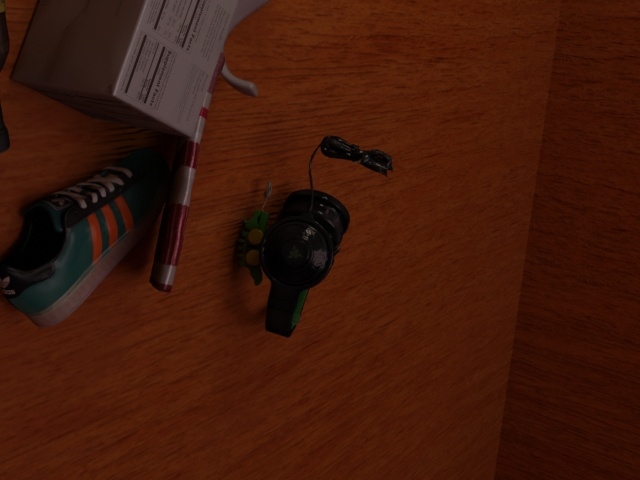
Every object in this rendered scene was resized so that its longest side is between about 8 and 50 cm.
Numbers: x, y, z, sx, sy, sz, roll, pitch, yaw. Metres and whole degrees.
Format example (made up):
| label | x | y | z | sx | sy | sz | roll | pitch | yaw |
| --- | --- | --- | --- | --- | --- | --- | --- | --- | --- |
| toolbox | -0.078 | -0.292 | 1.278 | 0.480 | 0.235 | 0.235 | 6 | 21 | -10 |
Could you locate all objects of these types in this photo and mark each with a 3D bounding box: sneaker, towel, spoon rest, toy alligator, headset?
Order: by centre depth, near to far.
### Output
| label | x | y | z | sx | sy | sz | roll | pitch | yaw |
| --- | --- | --- | --- | --- | --- | --- | --- | --- | --- |
| sneaker | -0.319 | -0.032 | 1.082 | 0.302 | 0.108 | 0.121 | -58 | 141 | -28 |
| towel | -0.193 | -0.092 | 1.138 | 0.037 | 0.237 | 0.329 | 12 | 87 | -13 |
| spoon rest | -0.116 | -0.374 | 1.265 | 0.137 | 0.084 | 0.276 | 49 | 51 | -83 |
| toy alligator | -0.122 | -0.014 | 1.429 | 0.056 | 0.051 | 0.189 | 7 | 89 | -83 |
| headset | 0.000 | 0.000 | 1.432 | 0.243 | 0.185 | 0.394 | -65 | 170 | -61 |

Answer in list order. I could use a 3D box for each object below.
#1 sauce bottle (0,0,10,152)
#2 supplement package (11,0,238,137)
| label | x | y | z | sx | sy | sz | roll | pitch | yaw |
| --- | --- | --- | --- | --- | --- | --- | --- | --- | --- |
| sauce bottle | -0.404 | -0.263 | 0.867 | 0.111 | 0.111 | 0.344 | -25 | 123 | -49 |
| supplement package | -0.237 | -0.289 | 1.014 | 0.145 | 0.204 | 0.261 | 26 | 81 | -55 |
